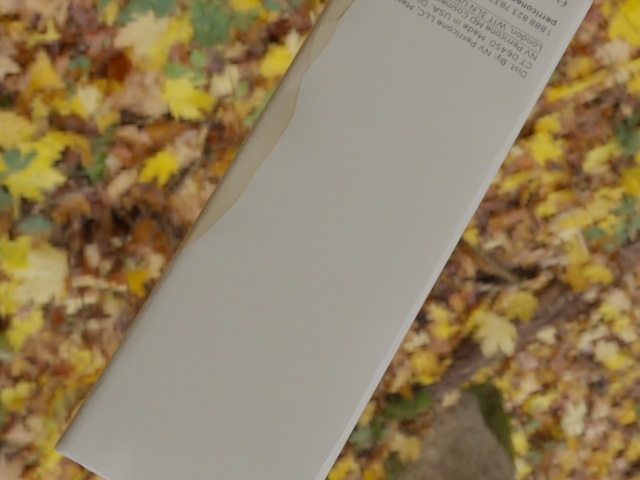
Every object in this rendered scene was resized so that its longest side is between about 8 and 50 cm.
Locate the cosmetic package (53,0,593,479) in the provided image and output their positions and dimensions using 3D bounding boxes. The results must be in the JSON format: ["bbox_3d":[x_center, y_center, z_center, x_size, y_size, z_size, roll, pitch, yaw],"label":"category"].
[{"bbox_3d":[0.000,0.000,0.700,0.113,0.309,0.160,31,166,0],"label":"cosmetic package"}]
